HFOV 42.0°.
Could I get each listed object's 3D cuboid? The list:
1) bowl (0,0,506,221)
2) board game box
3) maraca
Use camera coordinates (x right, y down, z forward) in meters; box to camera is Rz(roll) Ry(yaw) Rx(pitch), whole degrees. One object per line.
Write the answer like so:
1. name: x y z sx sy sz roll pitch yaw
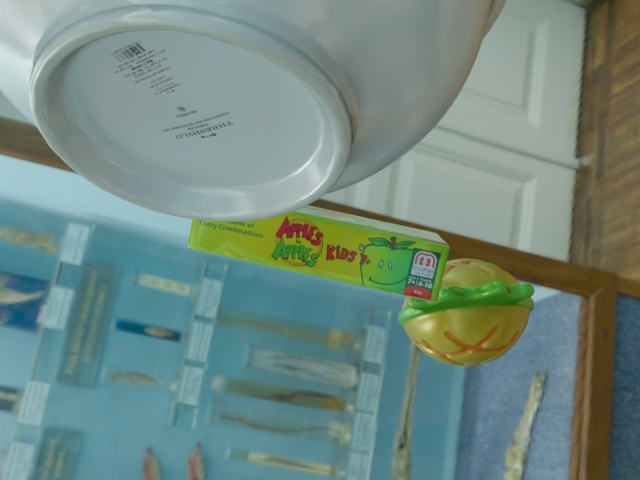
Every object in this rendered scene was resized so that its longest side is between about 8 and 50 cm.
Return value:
1. bowl: -0.050 -0.101 0.401 0.298 0.298 0.134 126 154 -55
2. board game box: 0.000 0.000 0.631 0.092 0.181 0.043 -66 -12 -83
3. maraca: 0.135 0.063 0.769 0.185 0.127 0.099 67 -166 -74
